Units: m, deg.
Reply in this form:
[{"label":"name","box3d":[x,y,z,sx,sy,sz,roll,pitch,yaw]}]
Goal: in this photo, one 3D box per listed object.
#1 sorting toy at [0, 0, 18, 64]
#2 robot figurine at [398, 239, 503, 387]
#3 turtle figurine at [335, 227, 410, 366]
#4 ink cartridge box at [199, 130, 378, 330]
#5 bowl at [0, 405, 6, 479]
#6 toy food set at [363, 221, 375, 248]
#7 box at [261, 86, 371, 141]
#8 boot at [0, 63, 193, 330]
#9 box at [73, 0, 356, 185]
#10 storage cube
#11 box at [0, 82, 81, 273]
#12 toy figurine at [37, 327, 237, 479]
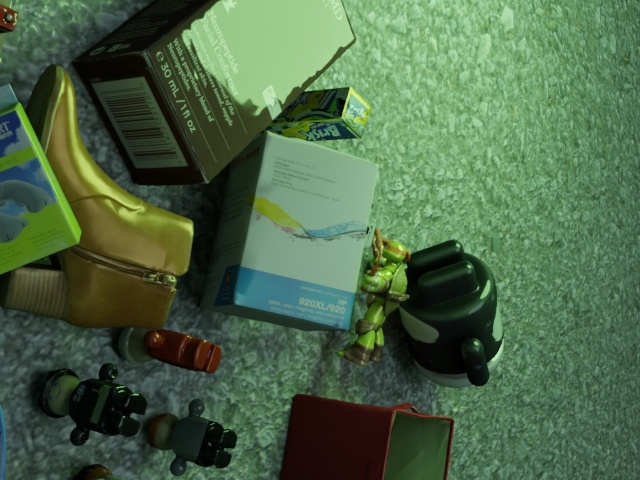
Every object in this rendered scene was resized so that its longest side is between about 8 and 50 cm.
[{"label":"sorting toy","box3d":[-0.392,-0.213,1.096,0.132,0.046,0.275,21,76,-50]},{"label":"robot figurine","box3d":[0.228,0.130,1.776,0.209,0.173,0.278,-59,145,-38]},{"label":"turtle figurine","box3d":[0.099,0.089,1.665,0.269,0.087,0.217,-44,151,-83]},{"label":"ink cartridge box","box3d":[-0.044,-0.006,1.402,0.168,0.171,0.233,14,80,-19]},{"label":"bowl","box3d":[-0.477,0.232,0.989,0.391,0.077,0.391,-4,95,-51]},{"label":"toy food set","box3d":[0.000,0.000,1.543,0.104,0.111,0.232,0,107,-49]},{"label":"box","box3d":[-0.014,-0.178,1.476,0.059,0.168,0.054,36,64,-46]},{"label":"boot","box3d":[-0.247,-0.043,1.198,0.211,0.104,0.295,7,98,-29]},{"label":"box","box3d":[-0.123,-0.252,1.364,0.381,0.143,0.191,-51,129,-39]},{"label":"storage cube","box3d":[0.070,0.351,1.593,0.183,0.193,0.215,19,78,-50]},{"label":"box","box3d":[-0.337,-0.061,1.079,0.109,0.042,0.178,-22,110,-3]},{"label":"toy figurine","box3d":[-0.222,0.220,1.265,0.213,0.148,0.210,-38,127,-46]}]
